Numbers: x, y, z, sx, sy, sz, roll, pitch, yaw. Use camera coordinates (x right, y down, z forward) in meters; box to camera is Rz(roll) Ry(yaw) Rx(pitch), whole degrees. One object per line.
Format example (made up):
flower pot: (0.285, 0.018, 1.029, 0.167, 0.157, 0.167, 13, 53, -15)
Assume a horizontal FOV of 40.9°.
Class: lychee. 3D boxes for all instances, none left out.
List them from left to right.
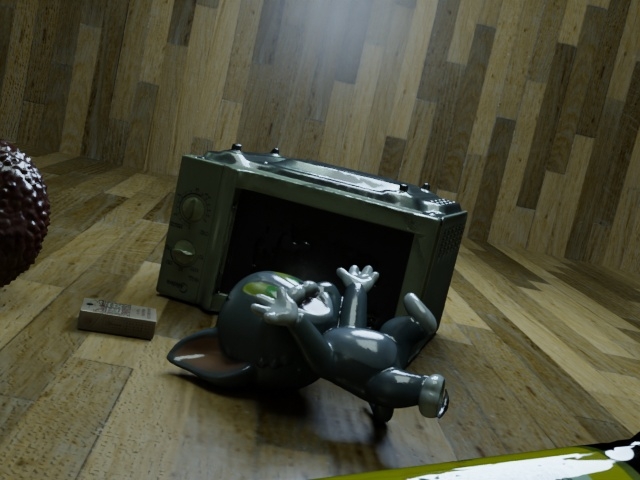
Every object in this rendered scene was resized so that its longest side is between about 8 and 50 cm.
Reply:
lychee: (-0.390, -0.029, 0.938, 0.194, 0.195, 0.194, 12, 9, -2)

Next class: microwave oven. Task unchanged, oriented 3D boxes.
microwave oven: (0.000, 0.000, 1.190, 0.354, 0.219, 0.286, 15, 10, 17)

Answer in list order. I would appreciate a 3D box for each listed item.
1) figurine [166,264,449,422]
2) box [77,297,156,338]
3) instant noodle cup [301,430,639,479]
figurine: (0.013, 0.100, 0.850, 0.265, 0.140, 0.193, 28, 37, 18)
box: (-0.225, 0.086, 0.953, 0.083, 0.024, 0.053, 12, 8, -14)
instant noodle cup: (0.067, 0.167, 0.317, 0.236, 0.216, 0.215, 4, 10, -11)
